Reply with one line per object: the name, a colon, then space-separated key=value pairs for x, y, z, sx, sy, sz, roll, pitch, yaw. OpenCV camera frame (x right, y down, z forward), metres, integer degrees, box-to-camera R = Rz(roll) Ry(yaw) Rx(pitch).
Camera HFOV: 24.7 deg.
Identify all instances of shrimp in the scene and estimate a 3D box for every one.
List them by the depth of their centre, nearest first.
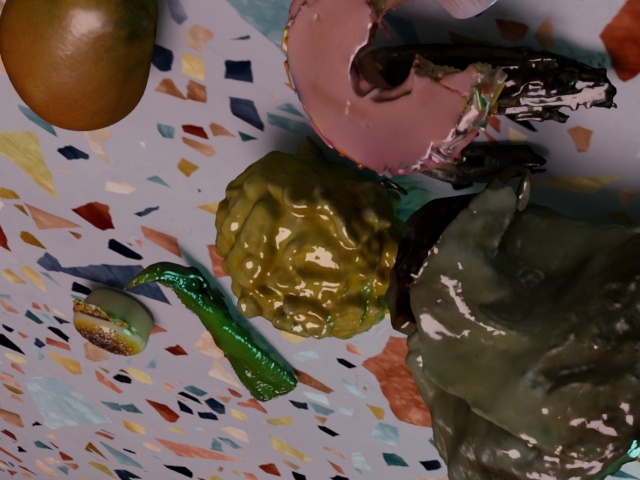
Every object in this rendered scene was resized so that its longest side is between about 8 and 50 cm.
shrimp: x=0.155 y=-0.126 z=1.511 sx=0.365 sy=0.071 sz=0.233 roll=1 pitch=151 yaw=38

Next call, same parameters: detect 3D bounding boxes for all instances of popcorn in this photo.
popcorn: x=0.000 y=-0.004 z=1.697 sx=0.249 sy=0.249 sz=0.225 roll=27 pitch=123 yaw=0

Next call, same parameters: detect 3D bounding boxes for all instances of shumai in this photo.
shumai: x=0.228 y=0.082 z=1.552 sx=0.348 sy=0.395 sz=0.395 roll=45 pitch=153 yaw=10

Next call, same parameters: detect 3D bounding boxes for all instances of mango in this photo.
mango: x=-0.272 y=-0.227 z=1.628 sx=0.176 sy=0.139 sz=0.254 roll=16 pitch=144 yaw=-5

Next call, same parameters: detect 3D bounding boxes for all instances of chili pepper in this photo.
chili pepper: x=-0.157 y=0.129 z=2.168 sx=0.085 sy=0.076 sz=0.359 roll=-17 pitch=136 yaw=27

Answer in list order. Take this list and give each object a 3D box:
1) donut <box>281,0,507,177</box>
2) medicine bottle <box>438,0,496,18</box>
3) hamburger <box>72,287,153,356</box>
donut: x=0.064 y=-0.169 z=1.393 sx=0.199 sy=0.085 sz=0.233 roll=-39 pitch=81 yaw=39
medicine bottle: x=0.079 y=-0.286 z=1.247 sx=0.122 sy=0.121 sz=0.212 roll=-8 pitch=136 yaw=46
hamburger: x=-0.333 y=0.132 z=2.312 sx=0.127 sy=0.081 sz=0.141 roll=16 pitch=150 yaw=20
